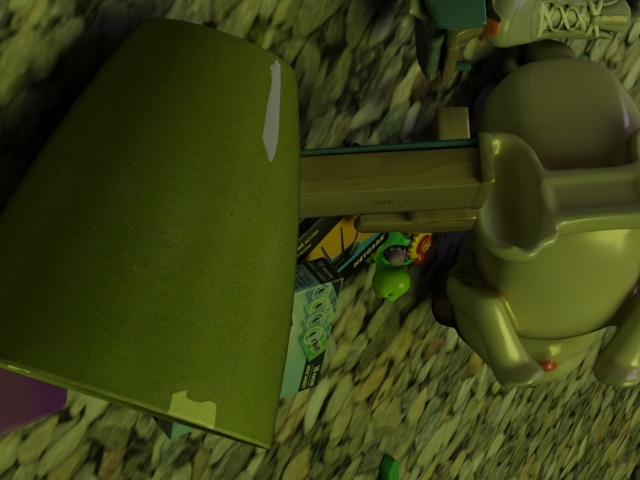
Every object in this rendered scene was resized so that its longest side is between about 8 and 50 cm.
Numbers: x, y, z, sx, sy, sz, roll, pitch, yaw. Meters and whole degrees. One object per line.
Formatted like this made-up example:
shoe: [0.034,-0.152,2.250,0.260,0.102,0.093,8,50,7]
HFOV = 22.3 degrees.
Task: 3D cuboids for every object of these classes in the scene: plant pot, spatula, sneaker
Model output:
plant pot: [-0.127,-0.015,1.286,0.275,0.275,0.293,35,70,-64]
spatula: [-0.199,0.085,1.475,0.296,0.030,0.084,-38,145,-36]
sneaker: [0.284,-0.268,1.844,0.262,0.121,0.099,-29,140,-45]

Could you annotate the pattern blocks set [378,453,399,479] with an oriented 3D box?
pattern blocks set: [0.009,0.435,2.207,0.325,0.026,0.285,-48,152,-22]

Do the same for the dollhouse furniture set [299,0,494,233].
dollhouse furniture set: [0.052,-0.175,1.586,0.286,0.198,0.303,87,0,-80]

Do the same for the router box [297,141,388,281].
router box: [0.000,0.000,1.715,0.179,0.046,0.133,-44,150,-27]

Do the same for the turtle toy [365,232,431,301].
turtle toy: [0.089,0.005,1.852,0.095,0.066,0.130,-4,121,-59]

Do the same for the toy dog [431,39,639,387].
toy dog: [0.254,0.006,1.930,0.284,0.395,0.408,-12,144,-14]

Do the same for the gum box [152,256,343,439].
gum box: [-0.074,0.109,1.642,0.184,0.041,0.157,-17,137,-32]
